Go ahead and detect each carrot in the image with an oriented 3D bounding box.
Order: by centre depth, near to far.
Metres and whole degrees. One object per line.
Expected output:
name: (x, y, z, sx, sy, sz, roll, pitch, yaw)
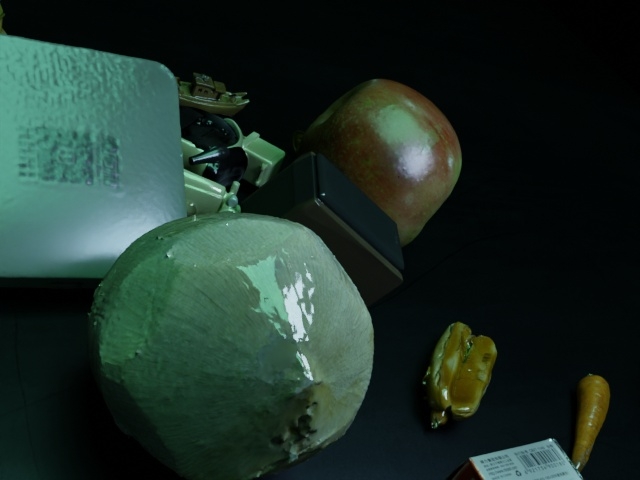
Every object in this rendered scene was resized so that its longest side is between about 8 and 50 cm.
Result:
carrot: (0.475, 0.323, 1.450, 0.061, 0.061, 0.256, 30, 37, 3)

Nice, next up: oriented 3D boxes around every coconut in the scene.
coconut: (-0.112, 0.131, 1.035, 0.346, 0.346, 0.360, 11, 3, -24)

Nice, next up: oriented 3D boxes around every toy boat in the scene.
toy boat: (-0.252, -0.318, 1.753, 0.206, 0.072, 0.064, 6, 42, -28)

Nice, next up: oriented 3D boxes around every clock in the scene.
clock: (-0.232, -0.127, 1.484, 0.276, 0.120, 0.379, 27, 34, 4)

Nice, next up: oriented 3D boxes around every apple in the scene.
apple: (0.106, -0.150, 1.562, 0.277, 0.319, 0.319, 39, 33, -8)

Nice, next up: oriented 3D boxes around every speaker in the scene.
speaker: (0.000, 0.000, 1.362, 0.231, 0.192, 0.153, 41, 27, -30)

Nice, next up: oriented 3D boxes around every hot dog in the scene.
hot dog: (0.232, 0.225, 1.391, 0.109, 0.072, 0.269, 31, 33, 7)

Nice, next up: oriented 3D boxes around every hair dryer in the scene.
hair dryer: (-0.209, -0.154, 1.423, 0.079, 0.031, 0.083, -19, 34, -39)

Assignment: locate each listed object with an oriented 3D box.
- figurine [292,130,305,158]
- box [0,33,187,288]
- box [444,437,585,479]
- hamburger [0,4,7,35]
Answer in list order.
figurine: (-0.004, -0.174, 1.750, 0.154, 0.082, 0.098, 37, 55, 13)
box: (-0.381, -0.112, 1.226, 0.373, 0.090, 0.367, 4, 75, -35)
box: (0.264, 0.363, 1.180, 0.182, 0.133, 0.099, -3, 46, -35)
hamburger: (-0.645, -0.293, 1.309, 0.276, 0.237, 0.276, 15, 29, -9)
